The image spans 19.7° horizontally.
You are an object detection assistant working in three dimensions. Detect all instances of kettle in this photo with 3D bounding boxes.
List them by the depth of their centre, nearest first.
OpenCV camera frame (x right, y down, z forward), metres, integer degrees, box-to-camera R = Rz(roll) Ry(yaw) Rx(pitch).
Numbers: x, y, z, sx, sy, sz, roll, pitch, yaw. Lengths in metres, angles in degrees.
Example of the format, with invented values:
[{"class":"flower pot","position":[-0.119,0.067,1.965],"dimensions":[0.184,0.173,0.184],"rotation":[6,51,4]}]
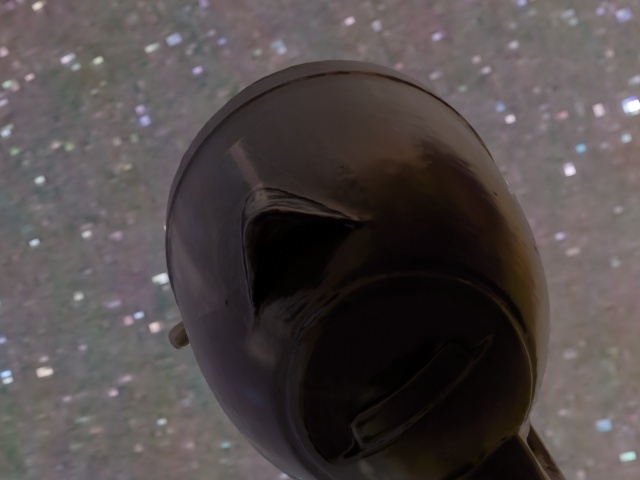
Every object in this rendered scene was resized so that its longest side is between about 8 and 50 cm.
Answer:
[{"class":"kettle","position":[0.053,0.069,1.105],"dimensions":[0.321,0.228,0.324],"rotation":[51,-174,-19]}]

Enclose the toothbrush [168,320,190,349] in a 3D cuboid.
[{"class":"toothbrush","position":[0.000,0.000,1.343],"dimensions":[0.019,0.275,0.025],"rotation":[61,-165,23]}]
